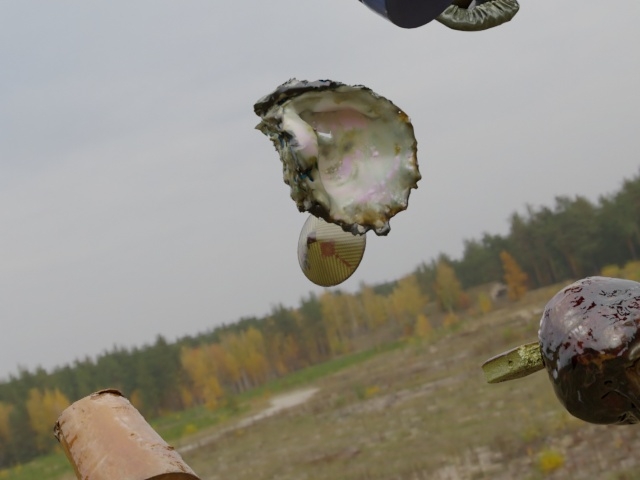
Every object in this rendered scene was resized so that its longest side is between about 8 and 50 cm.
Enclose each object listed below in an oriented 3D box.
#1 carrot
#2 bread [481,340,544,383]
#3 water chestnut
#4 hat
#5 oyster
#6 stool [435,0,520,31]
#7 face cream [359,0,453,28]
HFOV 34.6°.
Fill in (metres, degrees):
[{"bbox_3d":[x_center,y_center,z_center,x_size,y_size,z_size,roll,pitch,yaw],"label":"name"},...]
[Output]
[{"bbox_3d":[-0.323,0.372,1.730,0.196,0.254,0.196,-20,-45,-22],"label":"carrot"},{"bbox_3d":[0.385,0.219,1.905,0.088,0.049,0.226,-8,-15,-18],"label":"bread"},{"bbox_3d":[0.485,0.193,1.665,0.289,0.244,0.289,17,-30,10],"label":"water chestnut"},{"bbox_3d":[0.000,0.000,2.215,0.193,0.193,0.082,-19,-24,37],"label":"hat"},{"bbox_3d":[0.022,-0.125,1.445,0.260,0.198,0.092,27,-5,-25],"label":"oyster"},{"bbox_3d":[0.337,-0.676,2.469,0.310,0.310,0.226,-29,-31,-44],"label":"stool"},{"bbox_3d":[0.143,-0.575,2.024,0.249,0.225,0.249,-32,-35,-25],"label":"face cream"}]
